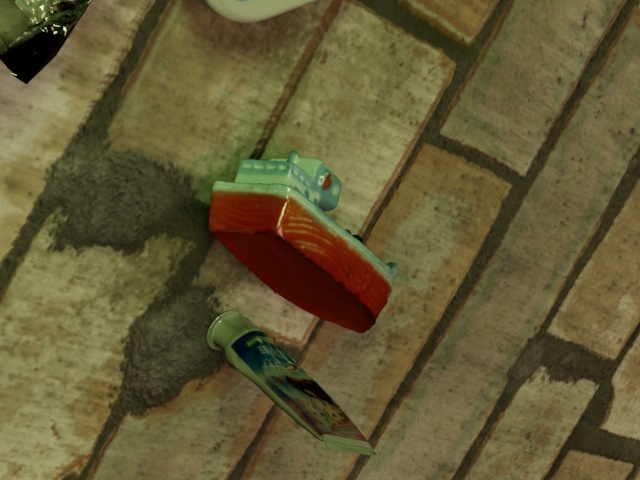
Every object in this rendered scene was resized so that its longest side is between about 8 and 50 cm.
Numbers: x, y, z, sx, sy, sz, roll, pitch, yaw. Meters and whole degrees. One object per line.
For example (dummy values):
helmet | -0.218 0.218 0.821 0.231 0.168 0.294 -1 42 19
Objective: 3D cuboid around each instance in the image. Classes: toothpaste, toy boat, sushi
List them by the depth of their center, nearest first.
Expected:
sushi | -0.234 -0.292 1.422 0.109 0.134 0.273 37 100 -19
toothpaste | -0.040 0.175 1.809 0.096 0.266 0.061 16 108 -49
toy boat | 0.000 0.000 1.834 0.332 0.145 0.133 43 57 -50

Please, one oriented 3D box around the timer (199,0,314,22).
timer | -0.045 -0.365 1.564 0.237 0.087 0.262 -26 133 -28
